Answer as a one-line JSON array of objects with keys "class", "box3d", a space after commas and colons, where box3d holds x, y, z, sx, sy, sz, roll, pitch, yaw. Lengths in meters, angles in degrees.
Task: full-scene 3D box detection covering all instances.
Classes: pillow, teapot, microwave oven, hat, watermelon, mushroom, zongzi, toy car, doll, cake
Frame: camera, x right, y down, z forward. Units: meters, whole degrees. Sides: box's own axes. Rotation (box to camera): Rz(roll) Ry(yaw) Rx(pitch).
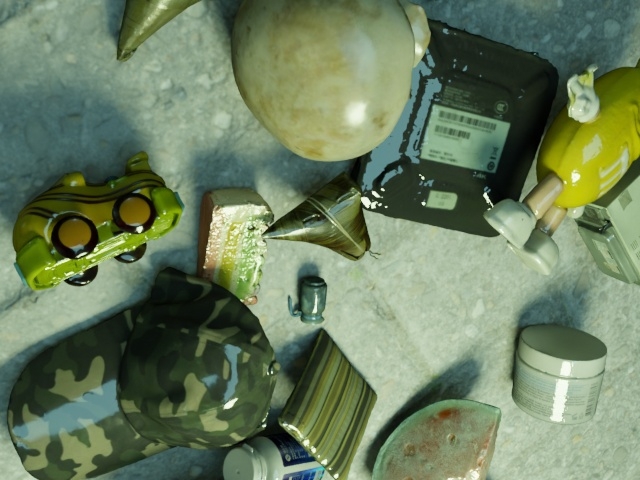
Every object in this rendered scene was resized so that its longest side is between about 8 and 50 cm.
[{"class": "pillow", "box3d": [0.021, 0.312, 1.235, 0.212, 0.052, 0.208, 52, 43, -26]}, {"class": "teapot", "box3d": [-0.021, 0.109, 1.202, 0.063, 0.049, 0.083, -1, 107, -22]}, {"class": "microwave oven", "box3d": [0.635, -0.044, 1.374, 0.194, 0.145, 0.240, -41, 117, -3]}, {"class": "hat", "box3d": [-0.277, 0.267, 1.069, 0.381, 0.257, 0.366, -33, 115, -31]}, {"class": "watermelon", "box3d": [0.258, 0.463, 1.343, 0.318, 0.226, 0.148, -38, 144, 5]}, {"class": "mushroom", "box3d": [0.024, -0.274, 0.991, 0.290, 0.297, 0.298, -34, 119, -41]}, {"class": "zongzi", "box3d": [0.000, 0.000, 1.129, 0.184, 0.084, 0.187, -34, 138, -13]}, {"class": "toy car", "box3d": [-0.332, -0.034, 0.966, 0.248, 0.200, 0.142, -26, 83, -27]}, {"class": "doll", "box3d": [0.444, -0.141, 1.170, 0.348, 0.161, 0.423, -6, 123, -50]}, {"class": "cake", "box3d": [-0.153, 0.013, 1.125, 0.109, 0.090, 0.225, -3, 125, -24]}, {"class": "zongzi", "box3d": [-0.148, -0.382, 0.970, 0.260, 0.123, 0.289, 3, 114, -26]}]

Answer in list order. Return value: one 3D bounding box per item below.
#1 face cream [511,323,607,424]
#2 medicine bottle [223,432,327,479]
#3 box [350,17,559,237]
[{"class": "face cream", "box3d": [0.499, 0.280, 1.397, 0.177, 0.177, 0.153, -5, 110, -21]}, {"class": "medicine bottle", "box3d": [-0.079, 0.406, 1.201, 0.191, 0.107, 0.107, 11, 102, -49]}, {"class": "box", "box3d": [0.246, -0.194, 1.198, 0.359, 0.091, 0.350, 9, 102, -22]}]
